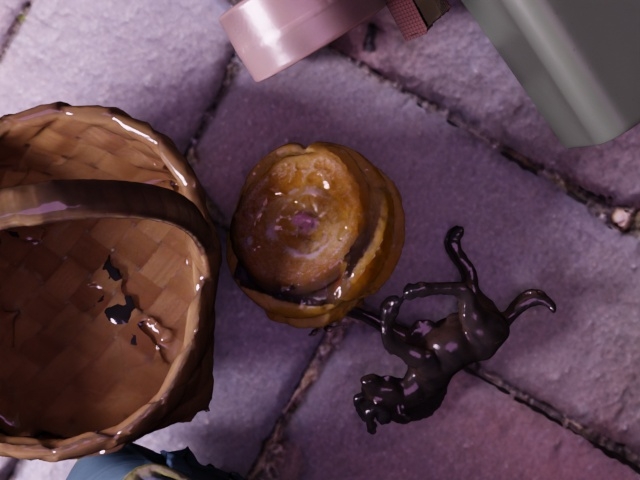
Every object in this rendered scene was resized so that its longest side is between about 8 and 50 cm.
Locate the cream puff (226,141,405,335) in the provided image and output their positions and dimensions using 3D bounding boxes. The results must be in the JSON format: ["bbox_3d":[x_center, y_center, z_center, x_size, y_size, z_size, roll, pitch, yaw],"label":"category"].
[{"bbox_3d":[0.000,0.000,1.065,0.189,0.129,0.189,-6,74,22],"label":"cream puff"}]

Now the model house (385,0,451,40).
[{"bbox_3d":[0.083,-0.251,1.076,0.058,0.057,0.083,-42,129,-8],"label":"model house"}]

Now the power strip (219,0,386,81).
[{"bbox_3d":[-0.017,-0.221,1.043,0.154,0.154,0.078,-32,100,1],"label":"power strip"}]

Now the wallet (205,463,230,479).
[{"bbox_3d":[-0.121,0.435,1.139,0.247,0.041,0.323,37,87,-4],"label":"wallet"}]

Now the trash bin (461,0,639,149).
[{"bbox_3d":[0.243,-0.286,1.043,0.223,0.158,0.343,-35,98,-5],"label":"trash bin"}]

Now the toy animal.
[{"bbox_3d":[0.121,0.096,1.112,0.233,0.084,0.148,-35,105,0],"label":"toy animal"}]

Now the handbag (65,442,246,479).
[{"bbox_3d":[-0.132,0.314,0.986,0.263,0.241,0.222,32,78,-13],"label":"handbag"}]

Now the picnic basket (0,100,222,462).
[{"bbox_3d":[-0.235,0.018,0.941,0.293,0.337,0.337,-8,94,-1],"label":"picnic basket"}]
